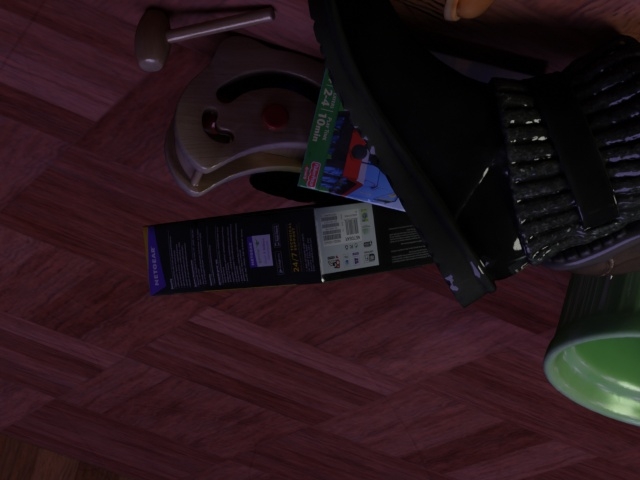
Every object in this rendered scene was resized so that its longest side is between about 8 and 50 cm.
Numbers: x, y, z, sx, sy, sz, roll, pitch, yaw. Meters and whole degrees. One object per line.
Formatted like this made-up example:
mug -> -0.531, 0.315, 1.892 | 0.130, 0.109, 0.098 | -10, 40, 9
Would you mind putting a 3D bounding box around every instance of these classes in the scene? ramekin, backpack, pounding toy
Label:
ramekin -> 0.416, 0.103, 2.110 | 0.303, 0.148, 0.303 | 12, 157, 5
backpack -> -0.016, -0.088, 1.988 | 0.105, 0.084, 0.114 | 19, 159, -26
pounding toy -> -0.065, -0.129, 1.834 | 0.269, 0.154, 0.155 | 16, 157, -7

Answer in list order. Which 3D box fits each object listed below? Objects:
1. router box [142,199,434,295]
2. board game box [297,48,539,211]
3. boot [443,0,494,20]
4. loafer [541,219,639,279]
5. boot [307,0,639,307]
router box -> 0.000, 0.000, 2.008 | 0.243, 0.081, 0.309 | -5, -178, 40
board game box -> 0.098, -0.106, 1.797 | 0.211, 0.160, 0.039 | 13, -173, -1
boot -> 0.223, -0.247, 1.499 | 0.220, 0.109, 0.283 | 11, 150, -5
loafer -> 0.376, -0.058, 1.762 | 0.366, 0.134, 0.130 | -17, 157, 28
boot -> 0.167, -0.137, 1.691 | 0.260, 0.348, 0.131 | -30, 180, 8
